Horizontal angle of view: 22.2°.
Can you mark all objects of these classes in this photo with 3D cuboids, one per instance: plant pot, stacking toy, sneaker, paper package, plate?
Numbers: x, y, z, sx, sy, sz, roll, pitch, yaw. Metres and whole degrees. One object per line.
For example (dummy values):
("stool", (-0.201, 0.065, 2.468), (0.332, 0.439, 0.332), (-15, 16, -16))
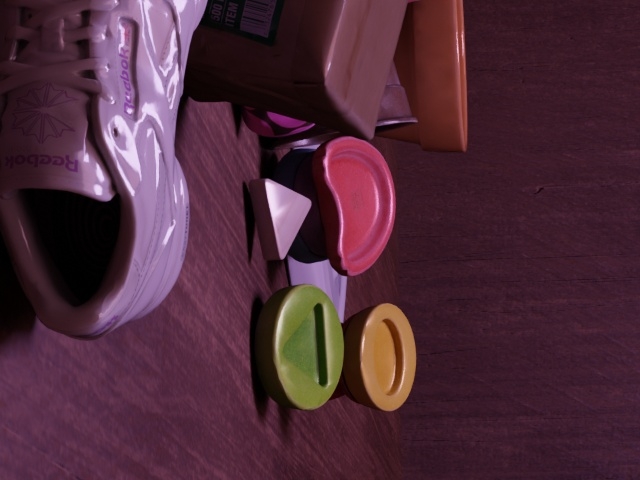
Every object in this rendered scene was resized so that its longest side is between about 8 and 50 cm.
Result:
("plant pot", (0.093, -0.262, 2.228), (0.291, 0.203, 0.291), (-2, 90, -83))
("plant pot", (0.012, -0.195, 1.802), (0.167, 0.167, 0.165), (-15, 96, -82))
("stacking toy", (-0.028, 0.047, 1.780), (0.279, 0.130, 0.309), (-9, 94, -56))
("sneaker", (-0.121, -0.093, 0.874), (0.152, 0.114, 0.305), (-58, 145, -79))
("paper package", (-0.014, -0.265, 1.256), (0.309, 0.168, 0.325), (29, 76, -80))
("plate", (0.000, 0.000, 2.045), (0.277, 0.045, 0.278), (-85, 170, -48))

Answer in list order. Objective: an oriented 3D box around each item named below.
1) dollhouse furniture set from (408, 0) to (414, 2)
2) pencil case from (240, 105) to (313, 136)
("dollhouse furniture set", (0.019, -0.454, 2.105), (0.374, 0.152, 0.201), (-113, -168, -57))
("pencil case", (-0.042, -0.207, 1.584), (0.095, 0.098, 0.209), (-84, 168, -48))
